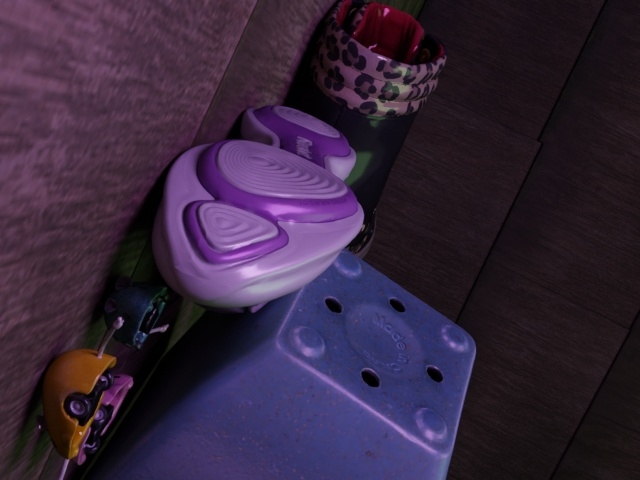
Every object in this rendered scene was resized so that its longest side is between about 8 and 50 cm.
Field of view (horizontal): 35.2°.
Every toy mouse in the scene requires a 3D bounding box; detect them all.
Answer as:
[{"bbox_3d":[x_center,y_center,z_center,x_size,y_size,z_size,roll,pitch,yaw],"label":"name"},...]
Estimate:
[{"bbox_3d":[-0.124,0.071,0.577,0.161,0.031,0.143,-65,178,25],"label":"toy mouse"}]

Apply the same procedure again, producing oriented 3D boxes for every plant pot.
[{"bbox_3d":[-0.012,0.151,0.800,0.252,0.248,0.247,-52,-175,34],"label":"plant pot"}]

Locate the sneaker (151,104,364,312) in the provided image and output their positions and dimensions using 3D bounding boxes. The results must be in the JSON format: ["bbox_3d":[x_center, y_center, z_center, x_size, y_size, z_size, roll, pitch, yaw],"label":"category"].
[{"bbox_3d":[-0.042,0.004,0.669,0.305,0.114,0.152,-60,175,-73],"label":"sneaker"}]

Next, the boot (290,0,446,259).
[{"bbox_3d":[0.029,-0.108,1.064,0.284,0.138,0.377,-65,173,25],"label":"boot"}]
